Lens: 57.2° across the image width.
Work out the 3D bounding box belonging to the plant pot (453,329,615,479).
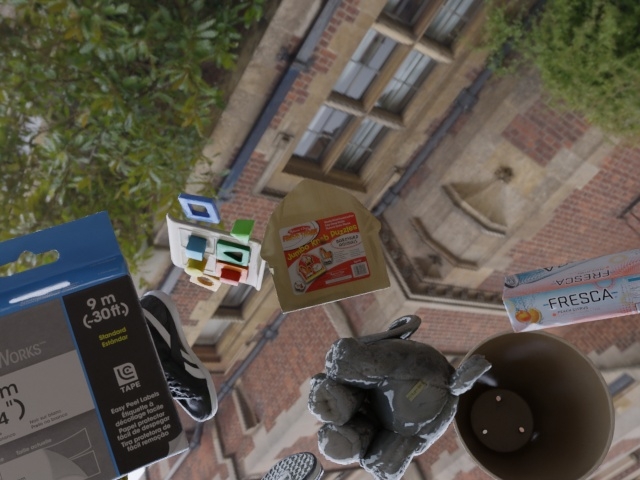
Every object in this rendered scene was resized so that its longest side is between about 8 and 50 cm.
[{"bbox_3d":[0.353,0.316,1.073,0.256,0.256,0.274,49,171,20],"label":"plant pot"}]

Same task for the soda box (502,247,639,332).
[{"bbox_3d":[0.333,0.065,0.753,0.058,0.183,0.063,65,-151,-18],"label":"soda box"}]

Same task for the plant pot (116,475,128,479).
[{"bbox_3d":[-0.435,0.393,0.892,0.212,0.187,0.212,19,-129,-43],"label":"plant pot"}]

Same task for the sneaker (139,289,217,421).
[{"bbox_3d":[-0.238,0.193,0.849,0.121,0.079,0.217,-39,-70,-53],"label":"sneaker"}]

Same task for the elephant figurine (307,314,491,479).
[{"bbox_3d":[0.076,0.166,0.709,0.185,0.170,0.239,20,-176,9],"label":"elephant figurine"}]

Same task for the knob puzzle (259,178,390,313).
[{"bbox_3d":[0.000,0.000,0.910,0.213,0.213,0.030,40,171,5],"label":"knob puzzle"}]

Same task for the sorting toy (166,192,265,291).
[{"bbox_3d":[-0.203,0.037,1.121,0.195,0.348,0.047,18,-121,0],"label":"sorting toy"}]

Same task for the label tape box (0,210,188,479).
[{"bbox_3d":[-0.331,0.138,0.715,0.240,0.106,0.334,-19,-97,-17],"label":"label tape box"}]

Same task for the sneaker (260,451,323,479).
[{"bbox_3d":[-0.037,0.449,0.947,0.163,0.226,0.086,39,-164,-18],"label":"sneaker"}]
